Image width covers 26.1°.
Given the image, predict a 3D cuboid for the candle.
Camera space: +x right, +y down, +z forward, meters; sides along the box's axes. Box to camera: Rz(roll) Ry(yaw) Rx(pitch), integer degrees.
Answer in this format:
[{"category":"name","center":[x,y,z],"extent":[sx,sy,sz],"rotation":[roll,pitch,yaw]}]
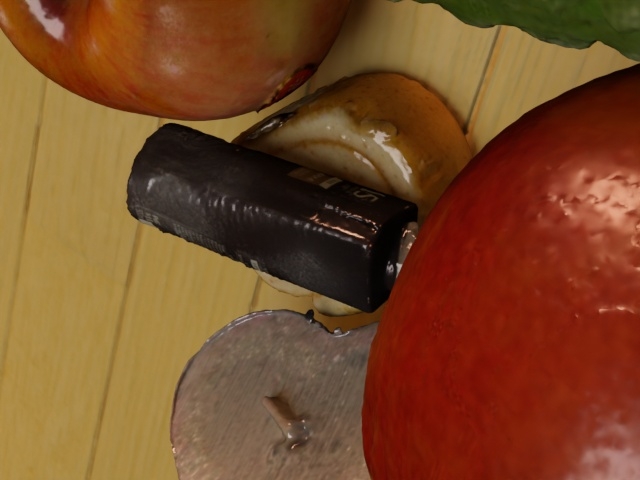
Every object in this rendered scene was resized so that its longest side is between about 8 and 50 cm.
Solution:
[{"category":"candle","center":[-0.003,0.117,0.723],"extent":[0.192,0.168,0.068],"rotation":[2,145,38]}]

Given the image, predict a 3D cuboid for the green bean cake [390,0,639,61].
[{"category":"green bean cake","center":[0.071,-0.202,0.487],"extent":[0.222,0.125,0.248],"rotation":[22,136,28]}]

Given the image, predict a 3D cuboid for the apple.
[{"category":"apple","center":[-0.079,-0.156,0.710],"extent":[0.209,0.164,0.209],"rotation":[18,122,33]}]

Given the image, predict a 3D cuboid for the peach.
[{"category":"peach","center":[0.183,0.084,0.525],"extent":[0.332,0.308,0.308],"rotation":[33,126,26]}]

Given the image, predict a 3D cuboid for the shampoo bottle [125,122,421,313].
[{"category":"shampoo bottle","center":[0.001,-0.001,0.697],"extent":[0.207,0.057,0.063],"rotation":[21,125,22]}]

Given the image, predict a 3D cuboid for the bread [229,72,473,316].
[{"category":"bread","center":[0.012,-0.022,0.759],"extent":[0.149,0.073,0.122],"rotation":[-23,96,42]}]
